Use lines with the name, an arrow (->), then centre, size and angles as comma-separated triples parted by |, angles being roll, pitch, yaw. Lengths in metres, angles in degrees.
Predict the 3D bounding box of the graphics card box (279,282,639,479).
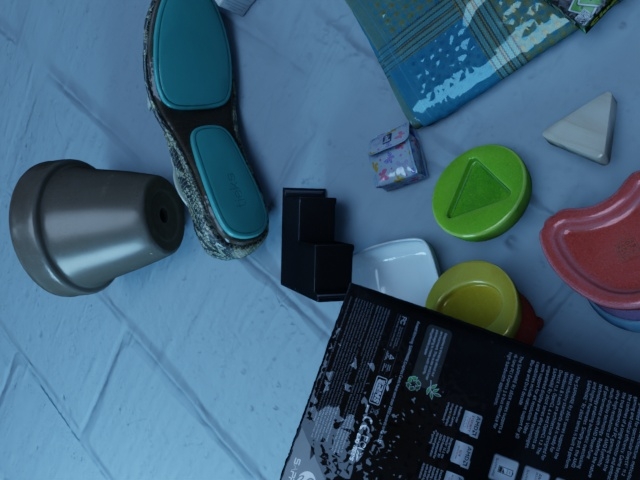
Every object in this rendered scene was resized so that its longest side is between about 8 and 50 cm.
graphics card box -> 0.164, 0.210, 0.539 | 0.371, 0.094, 0.232 | 18, 82, 8

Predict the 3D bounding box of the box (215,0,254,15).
box -> -0.218, -0.535, 0.979 | 0.063, 0.067, 0.324 | -43, 69, 27

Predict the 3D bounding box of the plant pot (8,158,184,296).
plant pot -> -0.389, -0.036, 1.034 | 0.229, 0.263, 0.263 | -8, 88, 16

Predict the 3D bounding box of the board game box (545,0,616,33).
board game box -> 0.266, -0.379, 0.652 | 0.136, 0.030, 0.259 | -48, 69, 21

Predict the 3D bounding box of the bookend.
bookend -> 0.000, 0.000, 0.818 | 0.156, 0.072, 0.157 | -170, 80, -67

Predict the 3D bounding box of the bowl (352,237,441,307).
bowl -> 0.116, 0.071, 0.801 | 0.142, 0.053, 0.142 | -15, 85, 33

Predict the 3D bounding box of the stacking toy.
stacking toy -> 0.285, 0.003, 0.677 | 0.309, 0.130, 0.279 | -23, 53, 35

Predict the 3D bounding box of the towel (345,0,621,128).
towel -> 0.221, -0.351, 0.720 | 0.370, 0.040, 0.271 | -30, 77, 29

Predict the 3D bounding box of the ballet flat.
ballet flat -> -0.220, -0.192, 0.960 | 0.182, 0.164, 0.482 | -22, 82, 53

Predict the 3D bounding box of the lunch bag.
lunch bag -> 0.107, -0.121, 0.797 | 0.071, 0.053, 0.083 | -17, 74, 31
